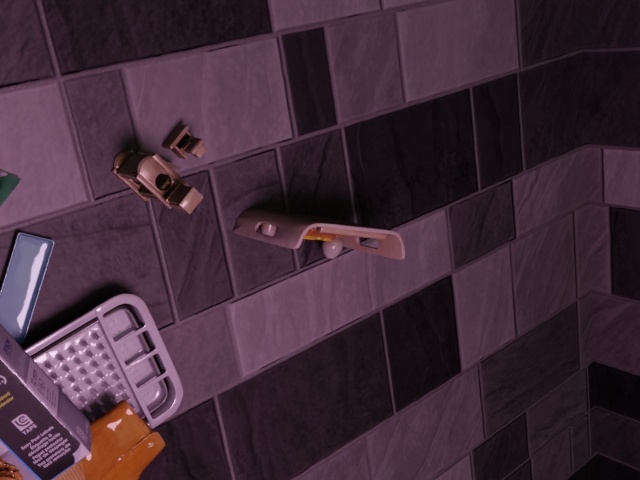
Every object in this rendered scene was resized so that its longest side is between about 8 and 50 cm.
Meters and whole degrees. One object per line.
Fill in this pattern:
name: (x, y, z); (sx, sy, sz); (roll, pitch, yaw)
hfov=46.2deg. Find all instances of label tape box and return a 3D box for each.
label tape box: (-0.570, 0.269, 1.183); (0.249, 0.115, 0.348); (-34, 115, -4)

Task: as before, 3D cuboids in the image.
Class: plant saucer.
plant saucer: (-0.527, 0.083, 1.314); (0.067, 0.018, 0.192); (18, 89, -40)

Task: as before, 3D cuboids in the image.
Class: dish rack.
dish rack: (-0.441, 0.276, 1.391); (0.333, 0.072, 0.285); (-33, 120, -30)

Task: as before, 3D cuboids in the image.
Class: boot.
boot: (-0.370, 0.450, 1.384); (0.211, 0.104, 0.295); (-36, 127, -26)

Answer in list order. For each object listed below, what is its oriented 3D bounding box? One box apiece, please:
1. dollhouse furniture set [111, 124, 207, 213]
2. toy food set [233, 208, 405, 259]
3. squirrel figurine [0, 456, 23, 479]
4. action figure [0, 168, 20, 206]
dollhouse furniture set: (-0.268, -0.153, 1.369); (0.101, 0.182, 0.161); (47, 70, -36)
toy food set: (0.000, 0.000, 1.599); (0.306, 0.219, 0.092); (5, 96, -40)
squirrel figurine: (-0.605, 0.352, 1.012); (0.397, 0.281, 0.370); (33, 60, -47)
action figure: (-0.592, -0.022, 1.213); (0.137, 0.063, 0.232); (29, 84, -43)
